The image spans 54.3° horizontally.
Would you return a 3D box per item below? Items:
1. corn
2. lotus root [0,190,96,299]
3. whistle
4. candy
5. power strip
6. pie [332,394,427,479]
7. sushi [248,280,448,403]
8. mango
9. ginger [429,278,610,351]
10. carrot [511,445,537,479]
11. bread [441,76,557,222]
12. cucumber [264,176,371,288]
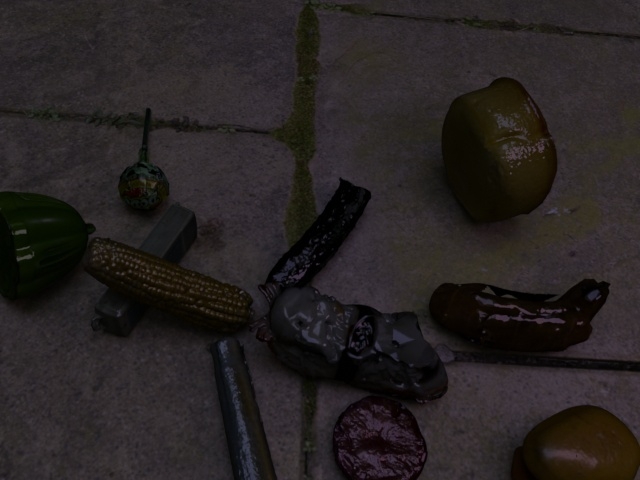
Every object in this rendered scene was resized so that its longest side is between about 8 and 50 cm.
[{"bbox_3d":[-0.234,0.076,0.988,0.288,0.086,0.087,26,48,-26],"label":"corn"},{"bbox_3d":[-0.459,-0.006,1.047,0.186,0.186,0.186,3,53,-5],"label":"lotus root"},{"bbox_3d":[-0.109,0.295,0.911,0.068,0.057,0.327,24,38,-46],"label":"whistle"},{"bbox_3d":[-0.342,-0.174,1.237,0.091,0.083,0.306,-3,46,-7],"label":"candy"},{"bbox_3d":[-0.291,0.048,1.062,0.052,0.078,0.272,20,53,9],"label":"power strip"},{"bbox_3d":[0.090,0.307,0.942,0.154,0.036,0.155,3,53,-5],"label":"pie"},{"bbox_3d":[0.049,0.160,0.988,0.331,0.130,0.124,13,49,5],"label":"sushi"},{"bbox_3d":[0.381,0.314,0.924,0.195,0.098,0.137,7,56,-17],"label":"mango"},{"bbox_3d":[0.344,0.129,1.067,0.308,0.107,0.133,5,36,-2],"label":"ginger"},{"bbox_3d":[0.305,0.371,0.918,0.048,0.048,0.139,3,50,-5],"label":"carrot"},{"bbox_3d":[0.335,-0.168,1.190,0.147,0.270,0.270,-17,57,-11],"label":"bread"},{"bbox_3d":[0.000,0.000,1.139,0.081,0.072,0.304,27,56,11],"label":"cucumber"}]
